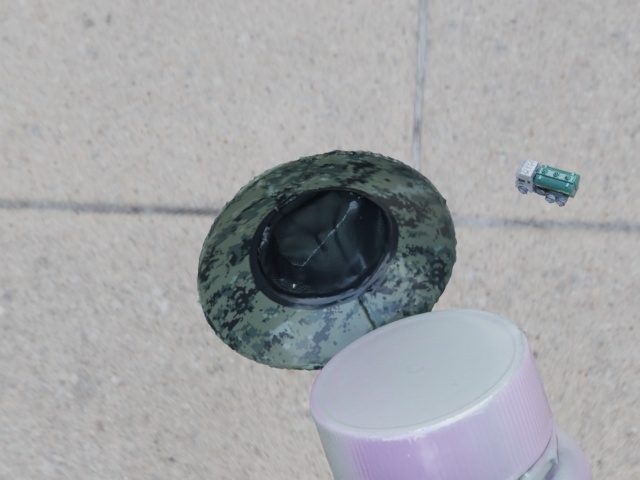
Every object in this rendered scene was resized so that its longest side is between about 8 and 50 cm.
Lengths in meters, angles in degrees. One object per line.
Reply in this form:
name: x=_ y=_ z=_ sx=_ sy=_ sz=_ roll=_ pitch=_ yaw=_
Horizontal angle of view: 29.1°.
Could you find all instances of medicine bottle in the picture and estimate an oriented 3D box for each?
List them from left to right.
medicine bottle: x=0.135 y=0.254 z=1.177 sx=0.256 sy=0.256 sz=0.325 roll=-22 pitch=112 yaw=-3

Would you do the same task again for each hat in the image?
hat: x=0.000 y=0.000 z=1.244 sx=0.266 sy=0.265 sz=0.128 roll=-13 pitch=29 yaw=0

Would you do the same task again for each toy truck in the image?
toy truck: x=0.286 y=-0.076 z=1.557 sx=0.083 sy=0.044 sz=0.039 roll=19 pitch=65 yaw=27
